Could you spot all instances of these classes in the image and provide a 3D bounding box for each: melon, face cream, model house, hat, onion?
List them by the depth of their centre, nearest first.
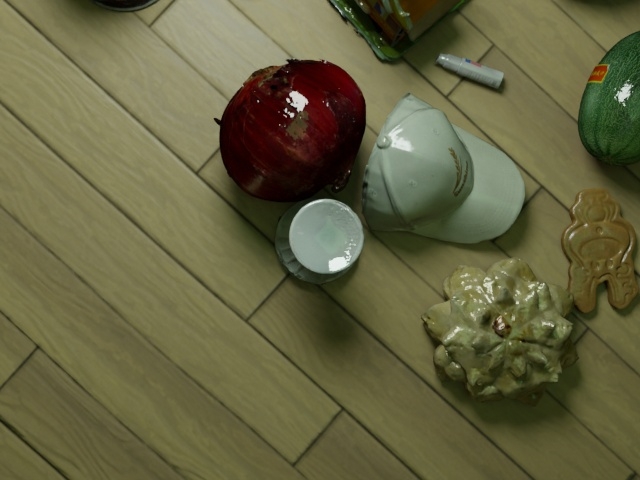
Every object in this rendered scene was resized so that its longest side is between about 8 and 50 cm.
[{"bbox_3d":[-0.041,-0.190,1.614,0.276,0.276,0.276,0,88,-5],"label":"onion"},{"bbox_3d":[0.115,-0.545,1.622,0.242,0.313,0.357,-40,90,-7],"label":"model house"},{"bbox_3d":[0.230,-0.111,1.681,0.301,0.168,0.258,20,87,-3],"label":"hat"},{"bbox_3d":[0.588,-0.274,1.710,0.182,0.182,0.287,33,88,-3],"label":"melon"},{"bbox_3d":[0.282,-0.326,1.761,0.130,0.034,0.034,19,86,-3],"label":"face cream"}]

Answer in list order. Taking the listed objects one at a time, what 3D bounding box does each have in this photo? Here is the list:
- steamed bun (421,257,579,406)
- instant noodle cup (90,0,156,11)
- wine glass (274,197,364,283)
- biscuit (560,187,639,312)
[{"bbox_3d":[0.348,0.171,1.697,0.292,0.137,0.295,-20,88,-6],"label":"steamed bun"},{"bbox_3d":[-0.362,-0.538,1.632,0.217,0.207,0.217,0,88,-3],"label":"instant noodle cup"},{"bbox_3d":[0.000,0.000,1.645,0.165,0.196,0.165,0,90,-4],"label":"wine glass"},{"bbox_3d":[0.534,0.018,1.769,0.144,0.040,0.236,-5,90,-10],"label":"biscuit"}]
